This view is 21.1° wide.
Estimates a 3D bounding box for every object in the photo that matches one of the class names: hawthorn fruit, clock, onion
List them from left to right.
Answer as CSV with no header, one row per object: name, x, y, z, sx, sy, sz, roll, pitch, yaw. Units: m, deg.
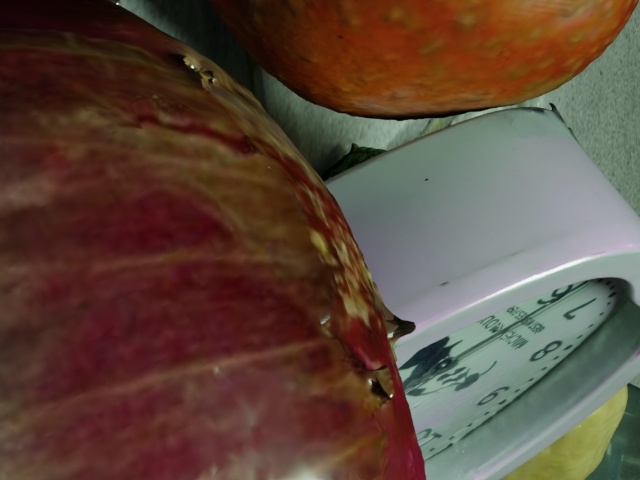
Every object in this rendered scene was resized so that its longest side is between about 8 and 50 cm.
onion,-0.162,0.090,0.547,0.385,0.348,0.347,-14,117,-22
clock,0.047,0.068,0.993,0.102,0.338,0.338,61,12,24
hawthorn fruit,0.045,-0.201,0.884,0.300,0.275,0.275,24,77,-67

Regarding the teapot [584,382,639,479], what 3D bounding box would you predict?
teapot,0.229,0.169,1.439,0.203,0.225,0.171,-28,124,-60

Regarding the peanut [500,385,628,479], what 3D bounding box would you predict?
peanut,0.131,0.131,1.254,0.169,0.192,0.387,-25,120,-46

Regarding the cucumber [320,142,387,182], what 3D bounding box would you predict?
cucumber,-0.001,0.000,1.098,0.187,0.058,0.058,-49,140,-46
